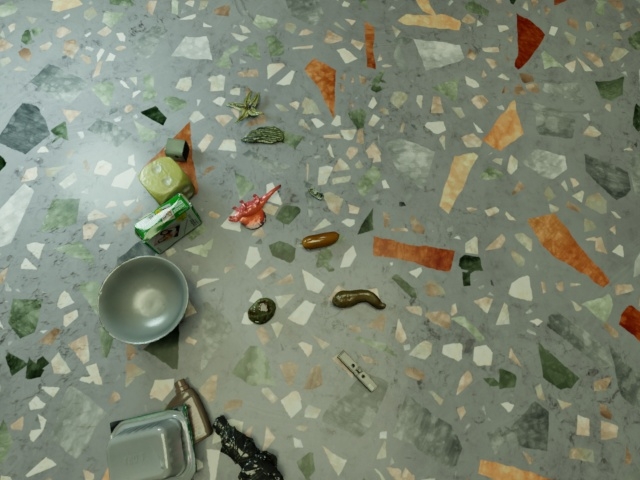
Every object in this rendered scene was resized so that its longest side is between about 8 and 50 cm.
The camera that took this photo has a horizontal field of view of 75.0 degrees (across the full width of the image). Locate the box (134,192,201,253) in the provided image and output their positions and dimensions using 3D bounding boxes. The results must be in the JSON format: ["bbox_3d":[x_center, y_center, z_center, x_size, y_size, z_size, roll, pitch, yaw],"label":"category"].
[{"bbox_3d":[-0.638,-0.070,1.754,0.250,0.180,0.103,-38,74,-12],"label":"box"}]

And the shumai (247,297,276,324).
[{"bbox_3d":[-0.241,0.286,1.711,0.099,0.087,0.124,42,76,8],"label":"shumai"}]

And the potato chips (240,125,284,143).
[{"bbox_3d":[-0.275,-0.502,1.989,0.207,0.028,0.092,-2,71,-5],"label":"potato chips"}]

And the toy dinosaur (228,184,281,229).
[{"bbox_3d":[-0.272,-0.135,1.862,0.286,0.070,0.139,-27,86,-14],"label":"toy dinosaur"}]

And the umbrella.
[{"bbox_3d":[-0.285,0.805,1.534,0.336,0.128,0.154,31,58,13],"label":"umbrella"}]

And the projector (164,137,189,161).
[{"bbox_3d":[-0.655,-0.414,1.909,0.082,0.083,0.083,8,73,0],"label":"projector"}]

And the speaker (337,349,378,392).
[{"bbox_3d":[0.148,0.525,1.678,0.040,0.046,0.191,-42,79,-13],"label":"speaker"}]

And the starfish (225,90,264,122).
[{"bbox_3d":[-0.361,-0.642,2.016,0.216,0.050,0.224,20,61,10],"label":"starfish"}]

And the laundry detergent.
[{"bbox_3d":[-0.528,0.663,1.582,0.171,0.076,0.237,-28,76,-7],"label":"laundry detergent"}]

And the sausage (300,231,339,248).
[{"bbox_3d":[0.000,0.000,1.832,0.183,0.054,0.062,-9,103,-8],"label":"sausage"}]

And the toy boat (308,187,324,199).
[{"bbox_3d":[-0.023,-0.217,1.908,0.083,0.038,0.038,32,74,6],"label":"toy boat"}]

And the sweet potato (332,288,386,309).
[{"bbox_3d":[0.161,0.247,1.762,0.232,0.062,0.081,3,88,-6],"label":"sweet potato"}]

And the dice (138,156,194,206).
[{"bbox_3d":[-0.664,-0.244,1.812,0.169,0.166,0.169,-41,79,-14],"label":"dice"}]

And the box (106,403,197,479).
[{"bbox_3d":[-0.624,0.760,1.488,0.336,0.106,0.264,-16,75,7],"label":"box"}]

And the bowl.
[{"bbox_3d":[-0.681,0.244,1.663,0.345,0.157,0.346,1,73,-3],"label":"bowl"}]
